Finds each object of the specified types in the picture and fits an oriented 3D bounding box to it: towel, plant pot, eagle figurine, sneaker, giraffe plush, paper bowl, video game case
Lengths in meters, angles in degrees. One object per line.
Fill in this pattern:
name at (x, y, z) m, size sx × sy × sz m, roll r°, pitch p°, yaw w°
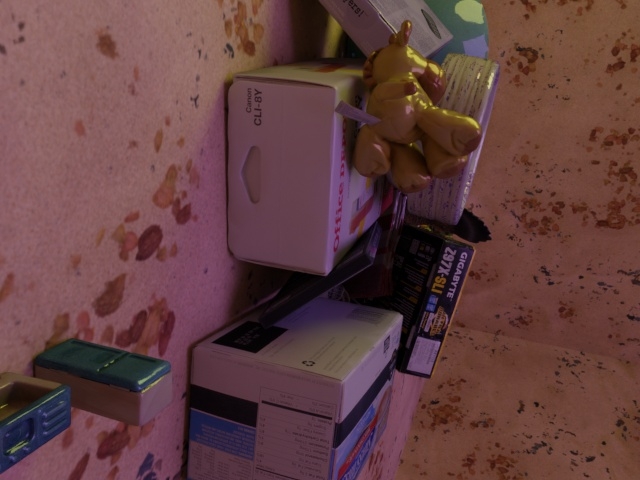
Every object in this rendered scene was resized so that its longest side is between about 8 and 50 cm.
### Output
towel at (0.110, -0.038, 1.301) m, size 0.237 × 0.037 × 0.329 m, roll -14°, pitch -119°, yaw 65°
plant pot at (0.169, -0.395, 1.262) m, size 0.195 × 0.290 × 0.290 m, roll -13°, pitch 117°, yaw -29°
eagle figurine at (0.243, -0.068, 1.510) m, size 0.225 × 0.298 × 0.226 m, roll 77°, pitch 5°, yaw -59°
sneaker at (0.016, 0.138, 1.278) m, size 0.235 × 0.094 × 0.090 m, roll 65°, pitch 35°, yaw -66°
giraffe plush at (0.116, -0.196, 0.858) m, size 0.210 × 0.181 × 0.171 m, roll 32°, pitch 49°, yaw -31°
paper bowl at (0.204, -0.179, 1.061) m, size 0.284 × 0.148 × 0.284 m, roll 17°, pitch 90°, yaw -76°
video game case at (0.011, 0.048, 1.031) m, size 0.026 × 0.196 × 0.274 m, roll 56°, pitch 14°, yaw -4°

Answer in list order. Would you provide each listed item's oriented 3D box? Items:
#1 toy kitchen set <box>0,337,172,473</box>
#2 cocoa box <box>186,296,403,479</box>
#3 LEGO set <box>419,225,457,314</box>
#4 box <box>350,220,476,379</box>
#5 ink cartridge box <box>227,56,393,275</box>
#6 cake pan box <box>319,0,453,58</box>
toy kitchen set at (-0.227, 0.091, 0.495) m, size 0.207 × 0.122 × 0.166 m, roll -33°, pitch 130°, yaw -66°
cocoa box at (-0.027, 0.245, 0.987) m, size 0.347 × 0.231 × 0.228 m, roll -23°, pitch 120°, yaw -68°
LEGO set at (0.340, 0.114, 1.977) m, size 0.192 × 0.254 × 0.331 m, roll -85°, pitch 178°, yaw -48°
box at (0.160, 0.094, 1.238) m, size 0.322 × 0.079 × 0.257 m, roll -151°, pitch -105°, yaw -69°
ink cartridge box at (0.008, -0.143, 1.011) m, size 0.384 × 0.160 × 0.279 m, roll -43°, pitch 139°, yaw -61°
cake pan box at (0.093, -0.401, 1.028) m, size 0.070 × 0.267 × 0.246 m, roll -39°, pitch -173°, yaw 33°
